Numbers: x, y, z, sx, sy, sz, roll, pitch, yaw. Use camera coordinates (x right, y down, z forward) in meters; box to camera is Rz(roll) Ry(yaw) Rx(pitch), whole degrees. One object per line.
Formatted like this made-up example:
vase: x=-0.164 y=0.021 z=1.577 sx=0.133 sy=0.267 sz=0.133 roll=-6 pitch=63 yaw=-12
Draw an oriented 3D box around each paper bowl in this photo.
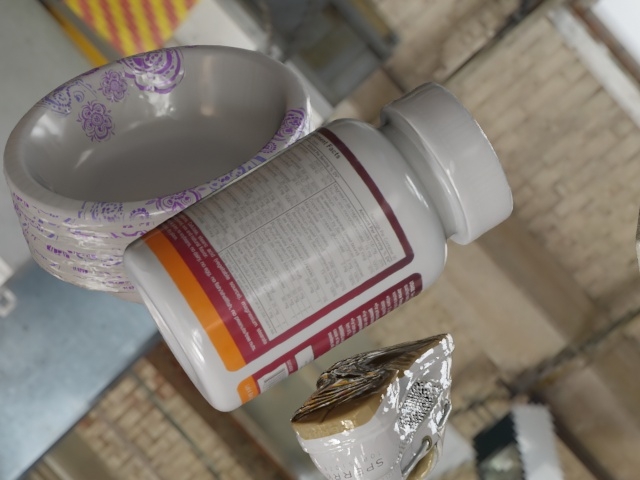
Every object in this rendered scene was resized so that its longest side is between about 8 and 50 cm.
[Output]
paper bowl: x=-0.138 y=-0.050 z=1.539 sx=0.284 sy=0.148 sz=0.284 roll=-8 pitch=-143 yaw=6

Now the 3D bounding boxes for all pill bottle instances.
pill bottle: x=0.000 y=0.000 z=1.026 sx=0.221 sy=0.121 sz=0.121 roll=-32 pitch=-176 yaw=-10

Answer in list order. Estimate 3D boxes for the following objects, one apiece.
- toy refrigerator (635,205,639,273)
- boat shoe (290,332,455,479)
toy refrigerator: x=0.287 y=-0.055 z=1.162 sx=0.102 sy=0.094 sz=0.269 roll=-2 pitch=-138 yaw=19
boat shoe: x=0.049 y=0.138 z=1.246 sx=0.098 sy=0.096 sz=0.277 roll=-18 pitch=-176 yaw=20
